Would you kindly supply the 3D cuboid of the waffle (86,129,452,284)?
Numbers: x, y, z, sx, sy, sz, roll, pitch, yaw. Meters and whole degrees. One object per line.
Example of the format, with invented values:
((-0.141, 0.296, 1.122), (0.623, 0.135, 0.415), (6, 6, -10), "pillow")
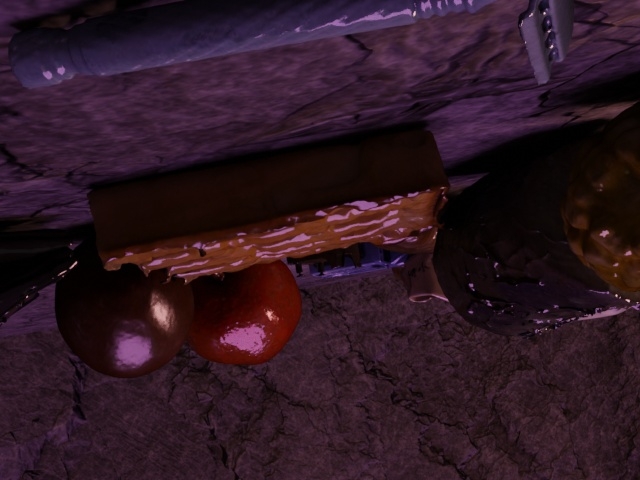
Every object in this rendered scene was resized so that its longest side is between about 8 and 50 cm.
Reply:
((-0.023, -0.024, 0.906), (0.304, 0.077, 0.348), (-12, 174, 5), "waffle")

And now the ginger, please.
((0.159, -0.017, 1.243), (0.166, 0.080, 0.333), (9, -178, 34), "ginger")

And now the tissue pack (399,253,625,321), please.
((0.365, 0.026, 1.474), (0.376, 0.195, 0.390), (-9, -175, 31), "tissue pack")

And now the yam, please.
((0.249, 0.000, 0.997), (0.202, 0.202, 0.271), (0, 171, -24), "yam")

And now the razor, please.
((-0.018, -0.088, 0.372), (0.232, 0.068, 0.106), (-7, 175, 17), "razor")

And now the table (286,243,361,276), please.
((0.000, 0.000, 1.146), (0.070, 0.082, 0.083), (-14, 173, 25), "table")

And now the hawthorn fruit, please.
((-0.129, 0.081, 1.365), (0.197, 0.196, 0.225), (-11, 152, 8), "hawthorn fruit")

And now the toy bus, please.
((0.065, 0.018, 1.498), (0.167, 0.073, 0.076), (-12, 172, 21), "toy bus")

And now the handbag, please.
((-0.399, 0.072, 0.912), (0.288, 0.152, 0.342), (-21, -179, -27), "handbag")

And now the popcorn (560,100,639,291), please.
((0.304, -0.049, 0.766), (0.218, 0.169, 0.189), (-36, 168, 32), "popcorn")

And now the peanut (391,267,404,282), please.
((0.201, 0.045, 1.916), (0.108, 0.095, 0.226), (-6, 175, -6), "peanut")

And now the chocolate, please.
((-0.211, 0.061, 1.011), (0.177, 0.176, 0.177), (-10, 175, -1), "chocolate")
